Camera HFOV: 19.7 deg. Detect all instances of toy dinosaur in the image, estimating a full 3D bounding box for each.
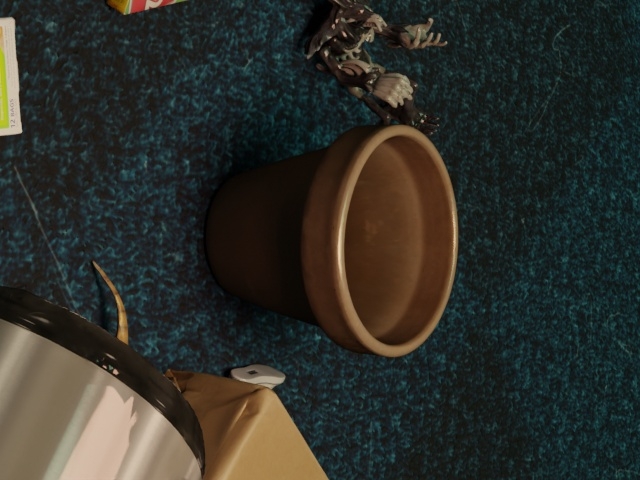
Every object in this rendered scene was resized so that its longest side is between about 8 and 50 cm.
[{"bbox_3d":[-0.215,0.141,1.962,0.112,0.064,0.211,37,61,-49],"label":"toy dinosaur"}]

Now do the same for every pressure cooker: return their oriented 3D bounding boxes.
[{"bbox_3d":[-0.327,0.283,1.547,0.370,0.375,0.420,43,55,-30],"label":"pressure cooker"}]

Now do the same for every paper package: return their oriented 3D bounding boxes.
[{"bbox_3d":[-0.116,0.365,2.023,0.309,0.168,0.325,-59,137,-34],"label":"paper package"}]

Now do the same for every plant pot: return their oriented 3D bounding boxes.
[{"bbox_3d":[0.000,0.000,2.126,0.263,0.229,0.263,-1,91,-56],"label":"plant pot"}]

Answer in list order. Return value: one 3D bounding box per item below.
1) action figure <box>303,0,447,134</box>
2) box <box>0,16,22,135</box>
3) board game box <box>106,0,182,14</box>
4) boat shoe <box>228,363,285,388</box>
[{"bbox_3d":[0.079,-0.223,2.318,0.164,0.141,0.275,-58,138,-32],"label":"action figure"},{"bbox_3d":[-0.380,-0.143,1.674,0.203,0.103,0.114,-11,99,-55],"label":"box"},{"bbox_3d":[-0.129,-0.328,2.051,0.259,0.039,0.124,-28,147,-55],"label":"board game box"},{"bbox_3d":[-0.079,0.171,2.195,0.100,0.035,0.035,-4,121,-59],"label":"boat shoe"}]
